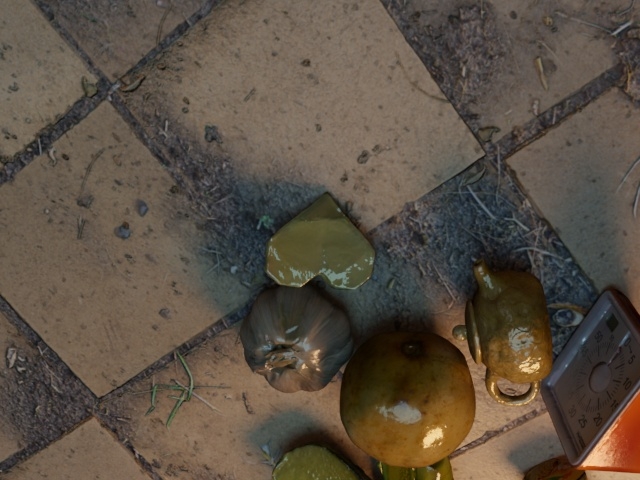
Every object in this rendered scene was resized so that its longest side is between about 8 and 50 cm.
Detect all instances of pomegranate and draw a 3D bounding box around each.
[{"bbox_3d":[0.160,0.296,1.474,0.260,0.260,0.260,3,112,7],"label":"pomegranate"}]

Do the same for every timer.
[{"bbox_3d":[0.526,0.246,1.400,0.161,0.257,0.250,9,115,-3],"label":"timer"}]

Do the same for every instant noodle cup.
[{"bbox_3d":[0.488,0.536,1.584,0.151,0.151,0.122,-27,116,17],"label":"instant noodle cup"}]

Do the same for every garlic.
[{"bbox_3d":[-0.049,0.193,1.509,0.228,0.152,0.228,1,107,2],"label":"garlic"}]

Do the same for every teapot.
[{"bbox_3d":[0.323,0.169,1.420,0.167,0.203,0.311,-8,115,9],"label":"teapot"}]

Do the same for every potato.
[{"bbox_3d":[0.041,0.524,1.643,0.272,0.111,0.160,40,102,14],"label":"potato"}]

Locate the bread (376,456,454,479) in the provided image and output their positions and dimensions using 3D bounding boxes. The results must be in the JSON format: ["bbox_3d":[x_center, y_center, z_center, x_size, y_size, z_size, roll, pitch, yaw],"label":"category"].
[{"bbox_3d":[0.218,0.562,1.636,0.166,0.112,0.383,11,117,45],"label":"bread"}]

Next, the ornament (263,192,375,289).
[{"bbox_3d":[0.000,0.000,1.463,0.201,0.059,0.180,5,90,-5],"label":"ornament"}]
